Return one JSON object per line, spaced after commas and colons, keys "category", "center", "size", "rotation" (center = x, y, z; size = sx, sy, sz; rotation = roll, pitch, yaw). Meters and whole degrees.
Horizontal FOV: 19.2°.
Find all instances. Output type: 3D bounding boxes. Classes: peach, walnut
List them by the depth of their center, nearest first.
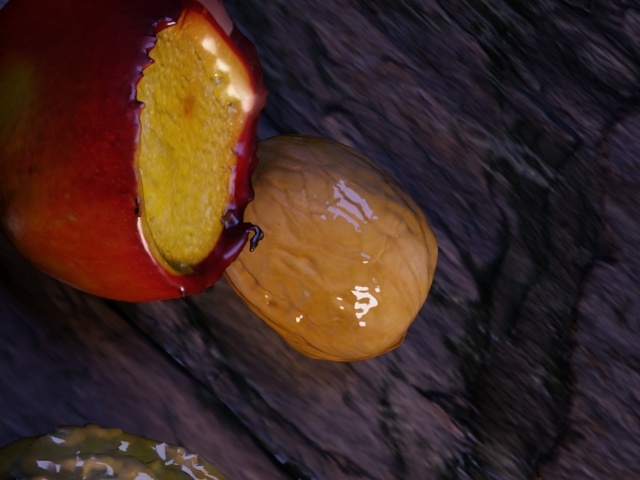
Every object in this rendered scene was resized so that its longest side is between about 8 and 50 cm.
{"category": "peach", "center": [-0.120, -0.068, 1.206], "size": [0.196, 0.190, 0.226], "rotation": [-17, 51, -26]}
{"category": "walnut", "center": [0.000, 0.000, 1.313], "size": [0.180, 0.144, 0.144], "rotation": [44, 37, 4]}

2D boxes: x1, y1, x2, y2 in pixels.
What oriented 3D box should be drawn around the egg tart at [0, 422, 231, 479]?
{"category": "egg tart", "center": [-0.112, 0.178, 1.044], "size": [0.252, 0.098, 0.232], "rotation": [29, 29, 0]}
